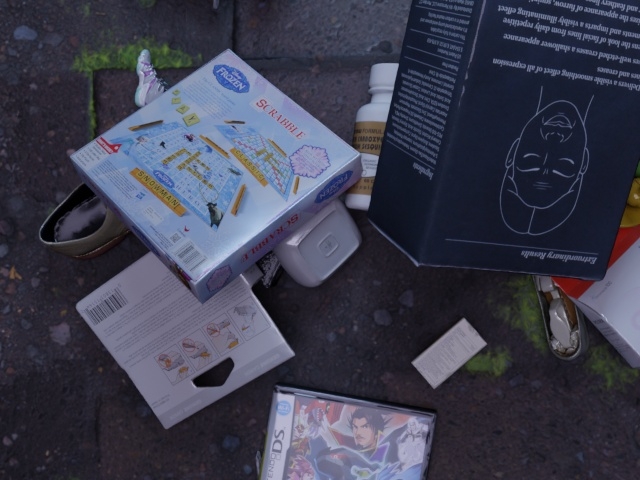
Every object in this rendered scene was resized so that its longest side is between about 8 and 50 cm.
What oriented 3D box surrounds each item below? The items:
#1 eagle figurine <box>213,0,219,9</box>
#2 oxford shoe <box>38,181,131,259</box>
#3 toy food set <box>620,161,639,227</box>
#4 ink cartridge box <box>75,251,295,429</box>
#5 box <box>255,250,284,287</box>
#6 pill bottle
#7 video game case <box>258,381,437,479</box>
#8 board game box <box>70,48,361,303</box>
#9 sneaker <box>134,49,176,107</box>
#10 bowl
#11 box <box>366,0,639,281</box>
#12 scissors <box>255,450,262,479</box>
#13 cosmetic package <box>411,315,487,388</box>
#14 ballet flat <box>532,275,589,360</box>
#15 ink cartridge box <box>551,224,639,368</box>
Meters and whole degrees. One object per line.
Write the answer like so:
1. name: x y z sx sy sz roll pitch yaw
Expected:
1. eagle figurine: -0.166 -0.547 1.318 0.298 0.226 0.225 40 58 -11
2. oxford shoe: -0.307 -0.083 1.374 0.348 0.130 0.123 -39 84 5
3. toy food set: 0.438 -0.118 1.299 0.128 0.071 0.218 -43 82 -6
4. ink cartridge box: -0.214 0.132 1.358 0.296 0.066 0.261 -32 96 24
5. box: -0.125 -0.027 1.381 0.180 0.077 0.147 28 93 6
6. pill bottle: 0.116 -0.157 1.324 0.131 0.131 0.229 7 91 7
7. video game case: 0.038 0.381 1.379 0.274 0.035 0.248 9 89 5
8. board game box: -0.158 -0.111 1.271 0.318 0.066 0.318 -38 63 -18
9. sneaker: -0.276 -0.273 1.418 0.069 0.038 0.098 6 101 5
10. bowl: 0.000 0.000 1.331 0.142 0.053 0.142 -43 128 -11
11. box: 0.267 -0.169 1.151 0.293 0.212 0.396 6 107 -20
12. scissors: -0.074 0.509 1.413 0.108 0.021 0.297 6 90 9
13. cosmetic package: 0.209 0.182 1.362 0.115 0.041 0.060 -40 86 5
14. ballet flat: 0.375 0.087 1.321 0.072 0.068 0.213 -15 90 35
15. ink cartridge box: 0.474 0.052 1.290 0.189 0.066 0.232 -40 89 -18
